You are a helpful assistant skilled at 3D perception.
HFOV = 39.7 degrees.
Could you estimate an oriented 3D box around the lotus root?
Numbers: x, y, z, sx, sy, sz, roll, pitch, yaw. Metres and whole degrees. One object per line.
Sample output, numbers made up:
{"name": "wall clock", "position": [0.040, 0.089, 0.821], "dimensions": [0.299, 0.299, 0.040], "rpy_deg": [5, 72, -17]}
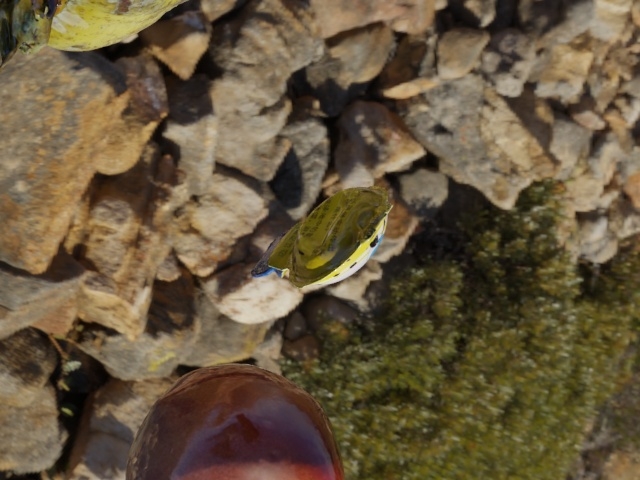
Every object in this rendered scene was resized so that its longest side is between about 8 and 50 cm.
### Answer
{"name": "lotus root", "position": [-0.165, -0.206, 0.616], "dimensions": [0.154, 0.154, 0.278], "rpy_deg": [64, 31, -21]}

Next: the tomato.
{"name": "tomato", "position": [-0.124, 0.329, 1.247], "dimensions": [0.321, 0.321, 0.322], "rpy_deg": [-3, 96, -35]}

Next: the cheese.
{"name": "cheese", "position": [0.000, 0.000, 1.032], "dimensions": [0.064, 0.250, 0.157], "rpy_deg": [46, 60, -20]}
